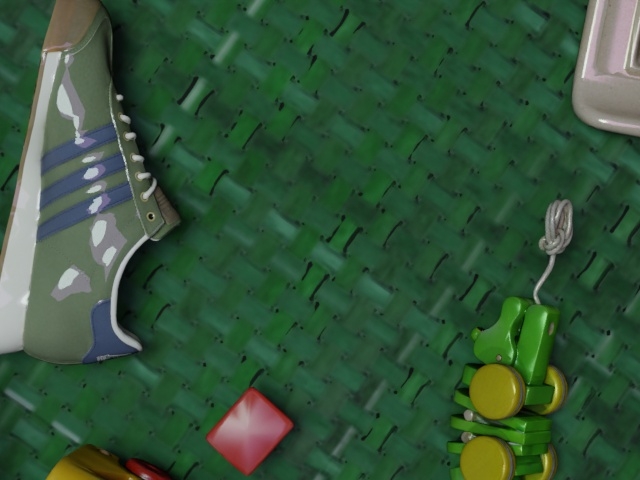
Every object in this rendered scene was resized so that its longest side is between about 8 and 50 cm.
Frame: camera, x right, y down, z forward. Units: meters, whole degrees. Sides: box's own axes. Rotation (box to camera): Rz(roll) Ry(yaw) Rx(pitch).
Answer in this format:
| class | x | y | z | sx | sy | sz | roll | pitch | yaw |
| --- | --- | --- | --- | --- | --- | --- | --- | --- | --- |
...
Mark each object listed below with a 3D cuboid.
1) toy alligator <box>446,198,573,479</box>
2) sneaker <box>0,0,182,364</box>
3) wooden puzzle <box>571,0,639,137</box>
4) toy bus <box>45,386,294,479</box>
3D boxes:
| class | x | y | z | sx | sy | sz | roll | pitch | yaw |
| --- | --- | --- | --- | --- | --- | --- | --- | --- | --- |
| toy alligator | 0.097 | 0.070 | 0.628 | 0.051 | 0.056 | 0.189 | 8 | 90 | 39 |
| sneaker | -0.113 | -0.027 | 0.619 | 0.086 | 0.064 | 0.192 | 11 | 90 | -9 |
| wooden puzzle | 0.262 | -0.159 | 0.631 | 0.221 | 0.044 | 0.238 | 10 | 90 | -1 |
| toy bus | -0.063 | 0.183 | 0.572 | 0.202 | 0.104 | 0.191 | -19 | 87 | 0 |
